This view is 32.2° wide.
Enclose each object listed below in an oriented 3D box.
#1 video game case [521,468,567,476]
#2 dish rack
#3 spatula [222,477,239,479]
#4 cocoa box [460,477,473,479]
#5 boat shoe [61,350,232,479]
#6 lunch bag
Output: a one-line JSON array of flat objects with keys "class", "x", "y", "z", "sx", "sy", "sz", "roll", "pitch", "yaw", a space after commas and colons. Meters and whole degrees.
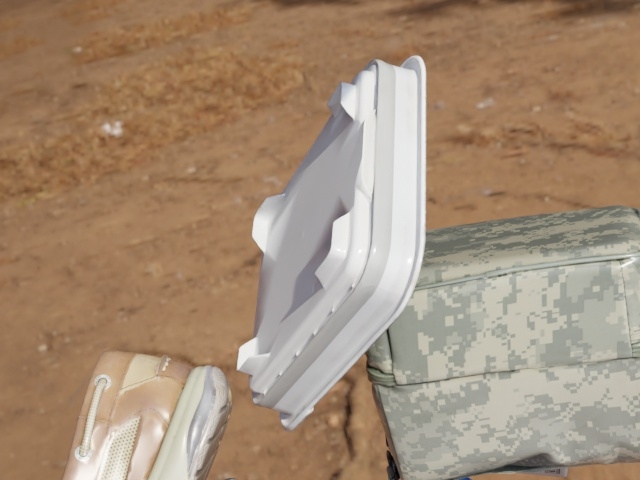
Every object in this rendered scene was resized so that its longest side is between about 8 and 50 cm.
[{"class": "video game case", "x": 0.281, "y": 0.305, "z": 1.671, "sx": 0.183, "sy": 0.201, "sz": 0.023, "roll": 2, "pitch": 59, "yaw": 12}, {"class": "dish rack", "x": 0.000, "y": 0.000, "z": 1.068, "sx": 0.072, "sy": 0.285, "sz": 0.333, "roll": 17, "pitch": -37, "yaw": -16}, {"class": "spatula", "x": -0.205, "y": 0.300, "z": 1.044, "sx": 0.296, "sy": 0.084, "sz": 0.030, "roll": -24, "pitch": 0, "yaw": -12}, {"class": "cocoa box", "x": 0.151, "y": 0.511, "z": 1.414, "sx": 0.231, "sy": 0.347, "sz": 0.228, "roll": 4, "pitch": 16, "yaw": -45}, {"class": "boat shoe", "x": -0.169, "y": 0.227, "z": 0.775, "sx": 0.116, "sy": 0.324, "sz": 0.123, "roll": 21, "pitch": -20, "yaw": 2}, {"class": "lunch bag", "x": 0.194, "y": 0.118, "z": 1.109, "sx": 0.305, "sy": 0.256, "sz": 0.212, "roll": -9, "pitch": 13, "yaw": 12}]
